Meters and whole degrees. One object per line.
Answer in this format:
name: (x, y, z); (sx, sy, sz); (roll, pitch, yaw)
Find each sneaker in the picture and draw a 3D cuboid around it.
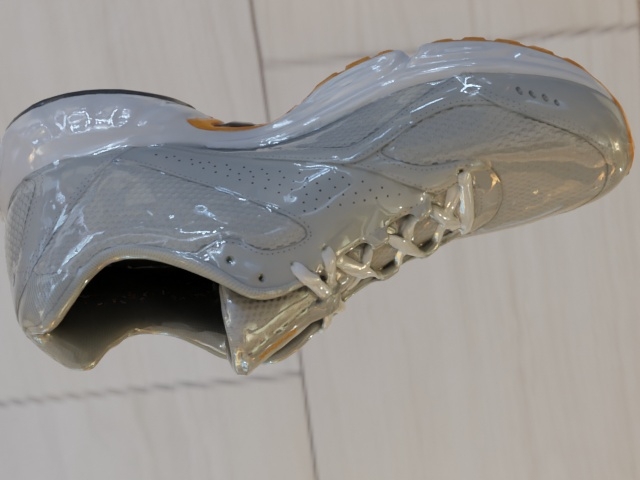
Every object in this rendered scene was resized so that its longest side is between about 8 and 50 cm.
sneaker: (0.000, 0.000, 0.793); (0.262, 0.121, 0.099); (-9, 138, 1)
